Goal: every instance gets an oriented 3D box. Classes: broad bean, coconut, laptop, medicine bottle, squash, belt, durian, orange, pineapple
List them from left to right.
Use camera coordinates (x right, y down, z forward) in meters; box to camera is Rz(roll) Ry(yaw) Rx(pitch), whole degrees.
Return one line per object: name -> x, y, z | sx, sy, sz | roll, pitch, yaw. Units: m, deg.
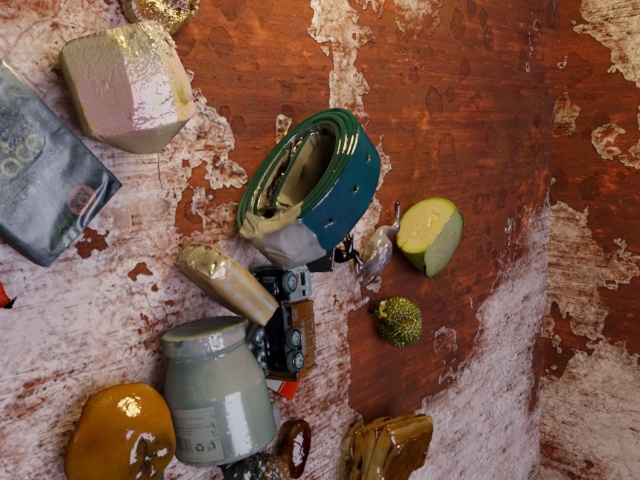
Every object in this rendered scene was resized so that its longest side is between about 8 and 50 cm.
orange -> -0.421, 0.434, 1.210 | 0.249, 0.183, 0.248 | -9, 102, -47
coconut -> -0.368, -0.289, 1.121 | 0.233, 0.233, 0.245 | -32, 114, -39
medicine bottle -> -0.246, 0.339, 1.335 | 0.245, 0.245, 0.289 | -14, 97, -44
pineapple -> -0.183, 0.617, 1.535 | 0.237, 0.119, 0.111 | 39, 55, -41
broad bean -> -0.073, 0.611, 1.676 | 0.114, 0.085, 0.165 | 60, 45, -59
belt -> -0.026, -0.136, 1.444 | 0.173, 0.300, 0.436 | 44, 65, -40
laptop -> 0.000, 0.000, 1.700 | 0.135, 0.016, 0.197 | 0, 96, -45
durian -> 0.276, 0.270, 1.935 | 0.159, 0.146, 0.198 | -40, 126, -37
squash -> 0.421, 0.027, 2.006 | 0.233, 0.210, 0.309 | -53, 126, -11

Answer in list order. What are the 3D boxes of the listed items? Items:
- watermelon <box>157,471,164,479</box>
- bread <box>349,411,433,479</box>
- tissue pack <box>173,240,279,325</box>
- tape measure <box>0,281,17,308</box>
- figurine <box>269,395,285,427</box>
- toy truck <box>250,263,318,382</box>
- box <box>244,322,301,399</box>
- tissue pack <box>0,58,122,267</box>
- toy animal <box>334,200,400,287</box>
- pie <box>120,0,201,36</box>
watermelon -> -0.402, 0.554, 1.332 | 0.072, 0.092, 0.084 | -20, 106, -1
bread -> 0.208, 0.748, 1.917 | 0.314, 0.192, 0.369 | 6, 104, -52
tissue pack -> -0.225, 0.101, 1.362 | 0.090, 0.186, 0.222 | -56, 132, -16
tape measure -> -0.679, 0.051, 0.934 | 0.253, 0.114, 0.260 | -30, 114, -39
figurine -> -0.176, 0.488, 1.525 | 0.197, 0.093, 0.147 | -11, 142, -53
toy truck -> -0.088, 0.209, 1.524 | 0.162, 0.136, 0.305 | -6, 92, -59
box -> -0.133, 0.343, 1.601 | 0.245, 0.035, 0.139 | 45, 63, -39
tissue pack -> -0.553, -0.132, 1.040 | 0.228, 0.103, 0.315 | -58, 132, -25
toy animal -> 0.184, 0.022, 1.840 | 0.324, 0.090, 0.195 | -31, 117, -37
pie -> -0.350, -0.540, 1.229 | 0.195, 0.046, 0.195 | -7, 101, -44
